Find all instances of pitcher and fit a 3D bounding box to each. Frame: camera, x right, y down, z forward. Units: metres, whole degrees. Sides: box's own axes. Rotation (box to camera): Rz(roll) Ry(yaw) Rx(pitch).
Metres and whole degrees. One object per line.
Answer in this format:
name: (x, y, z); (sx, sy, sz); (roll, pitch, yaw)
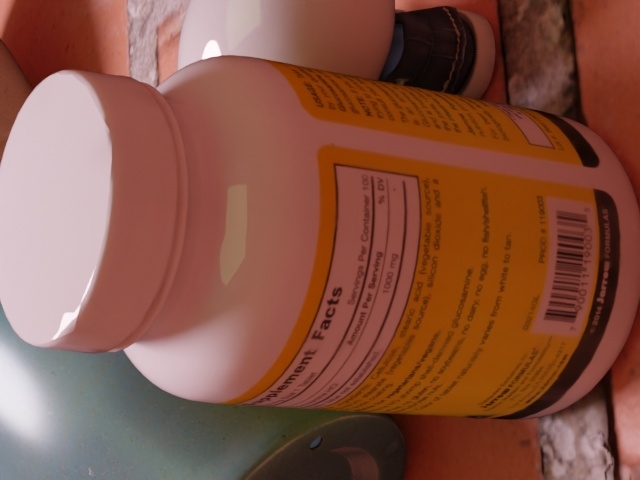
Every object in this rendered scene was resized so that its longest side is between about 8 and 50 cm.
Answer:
pitcher: (-0.037, -0.111, 1.103); (0.178, 0.125, 0.207); (-96, 28, -58)

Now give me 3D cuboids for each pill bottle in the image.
pill bottle: (0.000, 0.000, 0.960); (0.188, 0.334, 0.188); (-16, 71, 54)

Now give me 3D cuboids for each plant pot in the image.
plant pot: (-0.087, 0.115, 1.161); (0.255, 0.271, 0.272); (40, 118, 34)

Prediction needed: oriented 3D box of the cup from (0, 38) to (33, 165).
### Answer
cup: (-0.381, -0.078, 1.606); (0.237, 0.331, 0.331); (29, 111, 27)

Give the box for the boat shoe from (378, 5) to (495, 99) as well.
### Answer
boat shoe: (0.012, -0.108, 1.190); (0.254, 0.079, 0.095); (-4, 80, 55)
